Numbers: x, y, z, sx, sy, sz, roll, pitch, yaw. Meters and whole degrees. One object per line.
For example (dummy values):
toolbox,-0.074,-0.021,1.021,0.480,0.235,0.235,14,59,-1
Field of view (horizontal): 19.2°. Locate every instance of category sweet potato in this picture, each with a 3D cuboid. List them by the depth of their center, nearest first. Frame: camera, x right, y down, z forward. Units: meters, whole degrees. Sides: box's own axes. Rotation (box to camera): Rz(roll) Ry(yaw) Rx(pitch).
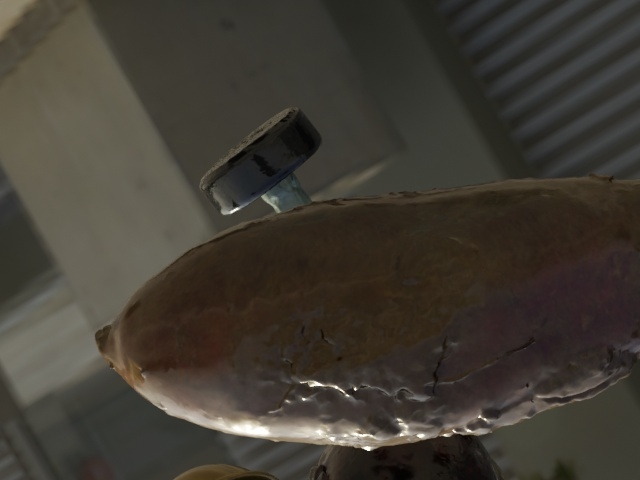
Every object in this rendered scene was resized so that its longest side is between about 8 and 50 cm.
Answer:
sweet potato,0.096,0.015,0.771,0.385,0.109,0.109,-13,180,7

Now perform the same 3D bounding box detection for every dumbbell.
dumbbell,0.000,0.000,1.440,0.100,0.191,0.100,-37,-173,5

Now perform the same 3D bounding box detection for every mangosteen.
mangosteen,0.083,0.245,1.677,0.210,0.210,0.210,-31,178,-1

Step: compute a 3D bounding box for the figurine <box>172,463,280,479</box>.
figurine,-0.108,0.377,2.115,0.167,0.257,0.192,-21,155,21
